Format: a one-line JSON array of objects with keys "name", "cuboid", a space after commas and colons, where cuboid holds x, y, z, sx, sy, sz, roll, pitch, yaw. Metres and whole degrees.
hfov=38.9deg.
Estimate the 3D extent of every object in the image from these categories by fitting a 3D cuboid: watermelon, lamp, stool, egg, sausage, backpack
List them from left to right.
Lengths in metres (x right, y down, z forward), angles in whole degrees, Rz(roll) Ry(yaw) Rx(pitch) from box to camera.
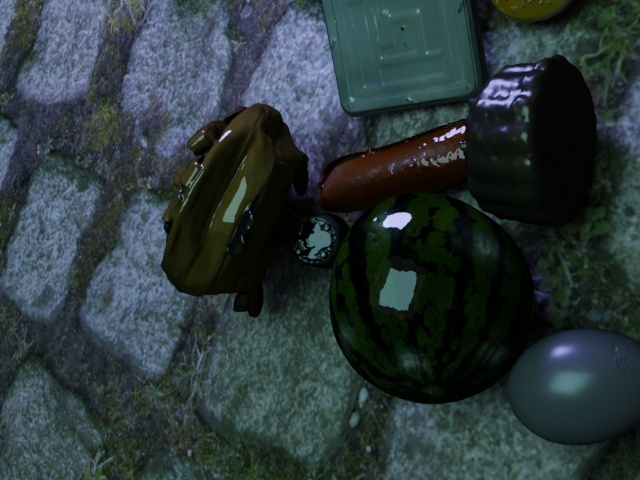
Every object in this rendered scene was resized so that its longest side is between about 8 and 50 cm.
[{"name": "backpack", "cuboid": [-0.141, -0.051, 1.482, 0.201, 0.378, 0.354, 23, 103, 1]}, {"name": "stool", "cuboid": [0.000, 0.000, 1.494, 0.096, 0.110, 0.096, 0, 89, 13]}, {"name": "lamp", "cuboid": [0.128, -0.345, 1.456, 0.269, 0.047, 0.267, -4, 104, 36]}, {"name": "sausage", "cuboid": [0.138, -0.108, 1.426, 0.330, 0.102, 0.102, -13, 71, 35]}, {"name": "watermelon", "cuboid": [0.151, 0.082, 1.250, 0.285, 0.285, 0.285, -11, 72, 37]}, {"name": "egg", "cuboid": [0.336, 0.186, 1.159, 0.198, 0.146, 0.147, -13, 71, 27]}]

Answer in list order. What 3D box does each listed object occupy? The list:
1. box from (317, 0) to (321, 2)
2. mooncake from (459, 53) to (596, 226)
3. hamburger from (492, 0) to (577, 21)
[{"name": "box", "cuboid": [0.055, -0.590, 1.598, 0.205, 0.118, 0.312, -25, 64, 36]}, {"name": "mooncake", "cuboid": [0.285, -0.134, 1.233, 0.124, 0.228, 0.228, 3, 81, 40]}, {"name": "hamburger", "cuboid": [0.328, -0.428, 1.337, 0.173, 0.116, 0.210, 46, 112, 36]}]
